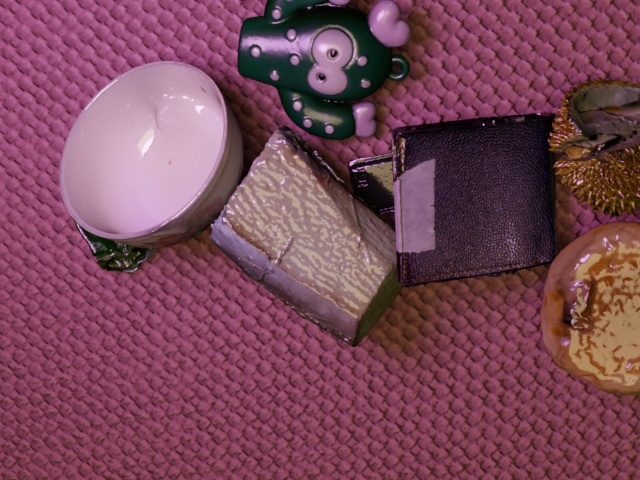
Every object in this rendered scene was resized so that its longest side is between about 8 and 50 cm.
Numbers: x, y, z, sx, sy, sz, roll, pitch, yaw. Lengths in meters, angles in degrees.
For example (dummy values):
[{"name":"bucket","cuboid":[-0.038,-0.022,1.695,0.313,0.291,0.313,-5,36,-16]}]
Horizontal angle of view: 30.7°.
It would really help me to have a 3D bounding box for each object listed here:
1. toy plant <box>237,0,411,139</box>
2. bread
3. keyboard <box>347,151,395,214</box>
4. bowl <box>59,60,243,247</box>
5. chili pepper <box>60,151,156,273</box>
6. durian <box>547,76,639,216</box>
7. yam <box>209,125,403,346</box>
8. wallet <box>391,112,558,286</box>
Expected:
[{"name":"toy plant","cuboid":[0.008,-0.262,1.638,0.243,0.112,0.232,30,120,-8]},{"name":"bread","cuboid":[0.421,0.092,1.642,0.244,0.134,0.244,2,100,11]},{"name":"keyboard","cuboid":[0.158,-0.098,1.698,0.230,0.025,0.094,-10,101,11]},{"name":"bowl","cuboid":[-0.223,-0.105,1.670,0.277,0.145,0.277,-9,66,22]},{"name":"chili pepper","cuboid":[-0.322,-0.052,1.767,0.108,0.062,0.216,-28,96,7]},{"name":"durian","cuboid":[0.420,-0.117,1.592,0.237,0.193,0.138,4,131,-8]},{"name":"yam","cuboid":[-0.002,0.003,1.657,0.271,0.201,0.202,38,85,5]},{"name":"wallet","cuboid":[0.216,-0.060,1.617,0.262,0.071,0.221,-9,105,-26]}]
